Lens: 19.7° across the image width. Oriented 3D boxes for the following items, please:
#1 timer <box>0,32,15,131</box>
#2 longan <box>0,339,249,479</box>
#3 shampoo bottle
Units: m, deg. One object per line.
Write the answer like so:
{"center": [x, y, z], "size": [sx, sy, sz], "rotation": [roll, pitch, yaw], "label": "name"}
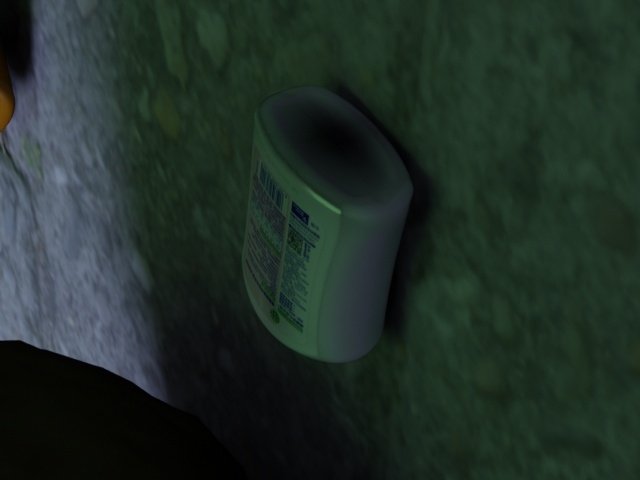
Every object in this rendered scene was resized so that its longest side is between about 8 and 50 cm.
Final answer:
{"center": [-0.231, -0.135, 0.986], "size": [0.132, 0.132, 0.152], "rotation": [132, 137, -61], "label": "timer"}
{"center": [-0.157, 0.238, 0.819], "size": [0.391, 0.391, 0.391], "rotation": [41, 142, 44], "label": "longan"}
{"center": [0.000, 0.000, 0.696], "size": [0.072, 0.043, 0.099], "rotation": [50, 148, 35], "label": "shampoo bottle"}
